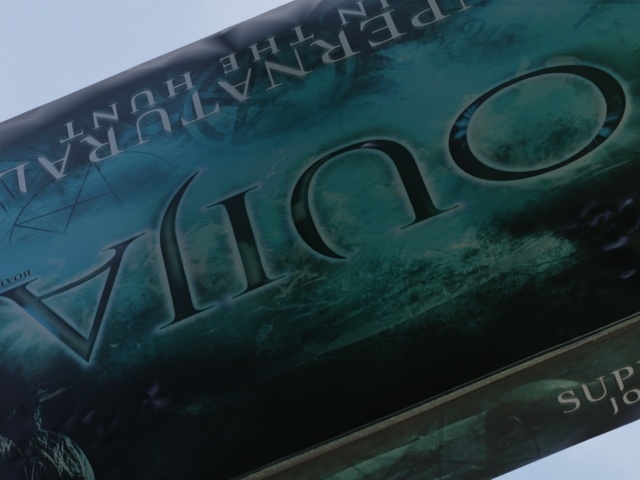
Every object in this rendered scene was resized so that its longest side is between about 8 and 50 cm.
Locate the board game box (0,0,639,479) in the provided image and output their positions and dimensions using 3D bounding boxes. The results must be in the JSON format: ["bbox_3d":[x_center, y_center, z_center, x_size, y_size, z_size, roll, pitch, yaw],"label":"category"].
[{"bbox_3d":[0.000,0.000,0.362,0.126,0.186,0.026,-109,-5,-50],"label":"board game box"}]
